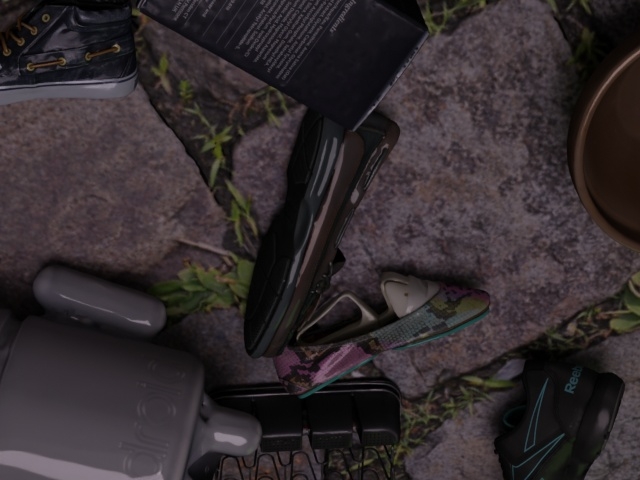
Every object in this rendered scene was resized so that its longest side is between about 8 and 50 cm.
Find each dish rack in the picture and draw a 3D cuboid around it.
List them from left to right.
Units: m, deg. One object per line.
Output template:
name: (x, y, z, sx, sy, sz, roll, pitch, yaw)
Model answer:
dish rack: (-0.019, 0.275, 1.471, 0.208, 0.074, 0.272, -2, 124, -5)

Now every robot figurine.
robot figurine: (-0.235, 0.177, 1.290, 0.353, 0.200, 0.300, 13, 76, -5)

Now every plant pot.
plant pot: (0.327, -0.110, 1.249, 0.237, 0.110, 0.237, -3, 123, -5)

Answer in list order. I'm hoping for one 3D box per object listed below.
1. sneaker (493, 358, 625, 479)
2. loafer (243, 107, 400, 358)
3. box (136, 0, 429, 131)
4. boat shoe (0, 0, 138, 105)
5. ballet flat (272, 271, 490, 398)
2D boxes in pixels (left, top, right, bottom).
sneaker: (0.233, 0.228, 1.475, 0.106, 0.101, 0.267, 21, 124, 10)
loafer: (0.000, 0.000, 1.290, 0.084, 0.096, 0.268, 9, 119, -19)
box: (-0.033, -0.204, 1.119, 0.207, 0.153, 0.108, 29, 115, -22)
boat shoe: (-0.245, -0.164, 1.174, 0.183, 0.065, 0.083, -5, 121, -12)
ballet flat: (0.052, 0.078, 1.361, 0.221, 0.077, 0.079, -24, 102, 8)
